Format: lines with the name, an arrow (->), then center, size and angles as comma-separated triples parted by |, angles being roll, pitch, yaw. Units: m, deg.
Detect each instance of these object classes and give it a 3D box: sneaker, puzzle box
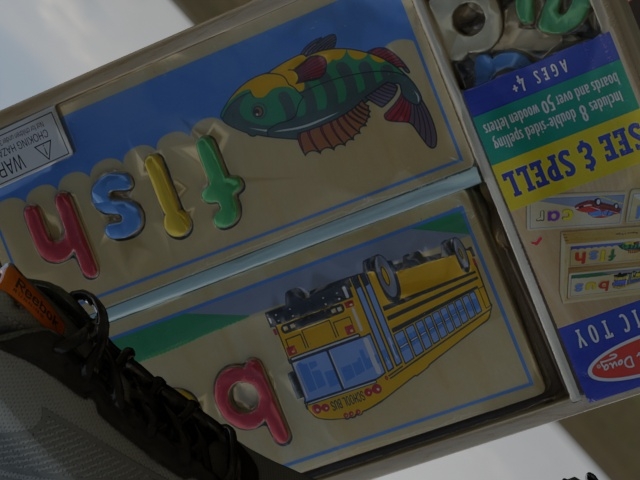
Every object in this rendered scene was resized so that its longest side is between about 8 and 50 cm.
sneaker -> -0.094, 0.076, 0.756 | 0.271, 0.108, 0.100 | 21, -161, -10
puzzle box -> 0.000, 0.000, 1.075 | 0.272, 0.409, 0.052 | 67, -159, -4

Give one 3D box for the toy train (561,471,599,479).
toy train -> 0.165, 0.159, 0.977 | 0.158, 0.027, 0.036 | 33, 135, 56
